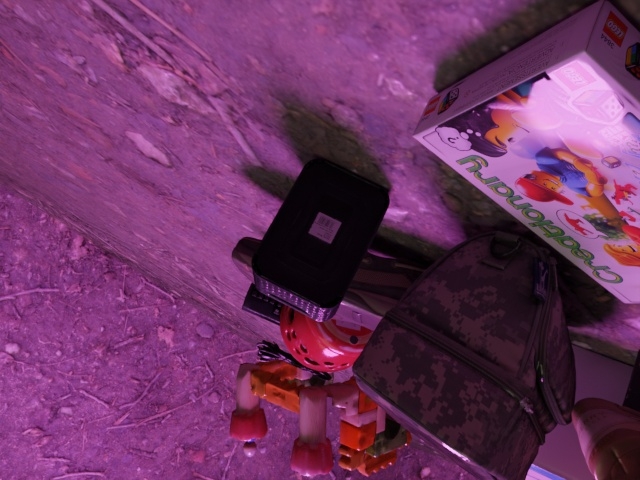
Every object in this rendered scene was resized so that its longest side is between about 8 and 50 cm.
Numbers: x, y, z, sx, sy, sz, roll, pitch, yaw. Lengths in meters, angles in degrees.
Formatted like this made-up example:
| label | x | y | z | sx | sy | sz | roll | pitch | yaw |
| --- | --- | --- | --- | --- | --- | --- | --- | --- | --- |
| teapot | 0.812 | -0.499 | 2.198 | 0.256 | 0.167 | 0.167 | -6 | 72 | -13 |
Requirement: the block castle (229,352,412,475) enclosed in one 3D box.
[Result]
| label | x | y | z | sx | sy | sz | roll | pitch | yaw |
| --- | --- | --- | --- | --- | --- | --- | --- | --- | --- |
| block castle | 0.052 | 0.380 | 1.335 | 0.453 | 0.213 | 0.303 | -2 | -175 | -43 |

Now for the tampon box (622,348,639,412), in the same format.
| label | x | y | z | sx | sy | sz | roll | pitch | yaw |
| --- | --- | --- | --- | --- | --- | --- | --- | --- | --- |
| tampon box | 0.506 | 0.230 | 0.776 | 0.161 | 0.101 | 0.120 | 38 | 158 | -25 |

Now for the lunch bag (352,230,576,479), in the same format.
| label | x | y | z | sx | sy | sz | roll | pitch | yaw |
| --- | --- | --- | --- | --- | --- | --- | --- | --- | --- |
| lunch bag | 0.214 | 0.155 | 0.758 | 0.212 | 0.256 | 0.305 | 26 | 165 | 38 |

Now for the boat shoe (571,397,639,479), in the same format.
| label | x | y | z | sx | sy | sz | roll | pitch | yaw |
| --- | --- | --- | --- | --- | --- | --- | --- | --- | --- |
| boat shoe | 0.461 | 0.297 | 0.714 | 0.341 | 0.122 | 0.110 | 34 | -164 | -10 |

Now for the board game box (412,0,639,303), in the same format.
| label | x | y | z | sx | sy | sz | roll | pitch | yaw |
| --- | --- | --- | --- | --- | --- | --- | --- | --- | --- |
| board game box | 0.251 | -0.044 | 0.493 | 0.305 | 0.053 | 0.193 | 34 | 161 | -17 |

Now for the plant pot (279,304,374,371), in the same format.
| label | x | y | z | sx | sy | sz | roll | pitch | yaw |
| --- | --- | --- | --- | --- | --- | --- | --- | --- | --- |
| plant pot | 0.037 | 0.140 | 1.080 | 0.191 | 0.191 | 0.174 | 31 | 155 | -9 |

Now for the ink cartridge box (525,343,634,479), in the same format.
| label | x | y | z | sx | sy | sz | roll | pitch | yaw |
| --- | --- | --- | --- | --- | --- | --- | --- | --- | --- |
| ink cartridge box | 0.411 | 0.315 | 0.983 | 0.197 | 0.198 | 0.270 | 19 | 159 | 25 |

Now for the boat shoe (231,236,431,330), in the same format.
| label | x | y | z | sx | sy | sz | roll | pitch | yaw |
| --- | --- | --- | --- | --- | --- | --- | --- | --- | --- |
| boat shoe | 0.036 | 0.055 | 0.936 | 0.355 | 0.130 | 0.132 | 19 | 158 | 8 |

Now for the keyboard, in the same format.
| label | x | y | z | sx | sy | sz | roll | pitch | yaw |
| --- | --- | --- | --- | --- | --- | --- | --- | --- | --- |
| keyboard | -0.009 | 0.181 | 1.179 | 0.317 | 0.202 | 0.033 | 24 | 176 | -9 |

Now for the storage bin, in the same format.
| label | x | y | z | sx | sy | sz | roll | pitch | yaw |
| --- | --- | --- | --- | --- | --- | --- | --- | --- | --- |
| storage bin | 0.000 | 0.000 | 0.766 | 0.122 | 0.180 | 0.084 | 26 | 162 | 5 |
